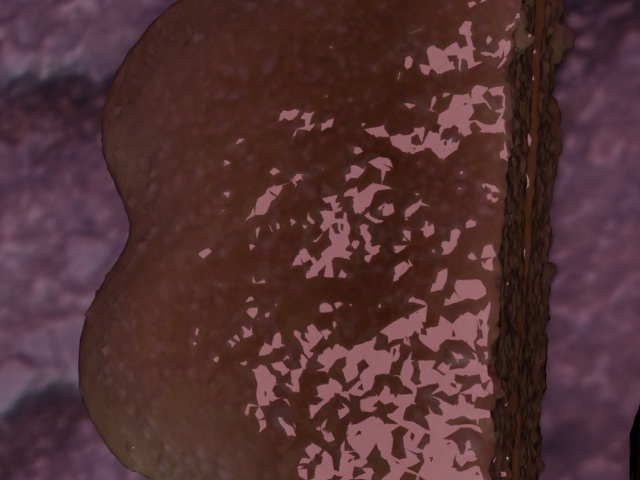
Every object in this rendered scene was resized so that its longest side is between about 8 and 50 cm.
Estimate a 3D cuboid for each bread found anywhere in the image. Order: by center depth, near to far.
[{"bbox_3d":[0.001,-0.001,0.515,0.183,0.102,0.337,2,78,13],"label":"bread"}]

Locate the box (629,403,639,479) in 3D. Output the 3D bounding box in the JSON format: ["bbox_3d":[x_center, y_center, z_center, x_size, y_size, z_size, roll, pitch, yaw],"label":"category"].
[{"bbox_3d":[0.258,0.083,0.399,0.325,0.180,0.047,3,80,13],"label":"box"}]
